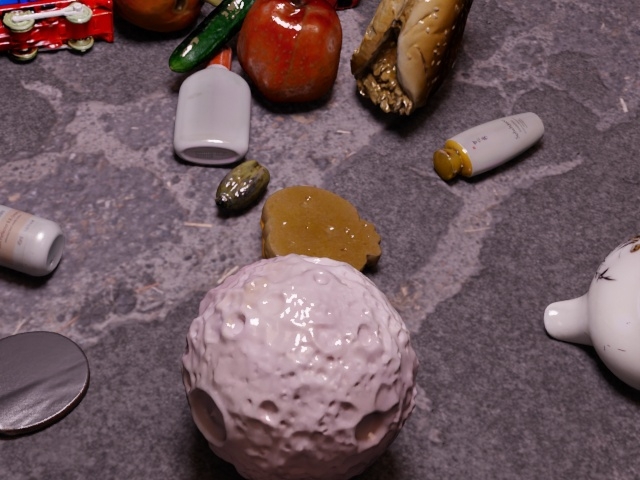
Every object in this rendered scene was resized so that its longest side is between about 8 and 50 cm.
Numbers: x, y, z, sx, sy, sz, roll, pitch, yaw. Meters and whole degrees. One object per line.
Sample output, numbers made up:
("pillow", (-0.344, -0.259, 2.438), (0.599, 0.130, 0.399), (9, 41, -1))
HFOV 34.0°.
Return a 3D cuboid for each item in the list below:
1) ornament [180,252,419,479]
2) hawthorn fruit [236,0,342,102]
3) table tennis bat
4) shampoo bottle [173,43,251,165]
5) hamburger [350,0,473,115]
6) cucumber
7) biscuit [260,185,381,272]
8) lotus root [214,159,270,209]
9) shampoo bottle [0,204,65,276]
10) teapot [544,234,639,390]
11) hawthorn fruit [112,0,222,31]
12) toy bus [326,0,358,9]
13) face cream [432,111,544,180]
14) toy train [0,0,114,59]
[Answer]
("ornament", (-0.031, 0.143, 1.133), (0.225, 0.259, 0.259), (-26, 59, -34))
("hawthorn fruit", (-0.040, -0.302, 1.538), (0.157, 0.194, 0.157), (6, 44, -6))
("table tennis bat", (-0.372, 0.176, 1.204), (0.220, 0.019, 0.130), (-25, 58, -28))
("shampoo bottle", (-0.155, -0.204, 1.530), (0.108, 0.051, 0.221), (1, 51, -2))
("hamburger", (0.142, -0.320, 1.553), (0.146, 0.243, 0.286), (25, 67, 9))
("cucumber", (-0.131, -0.345, 1.573), (0.056, 0.056, 0.284), (35, 66, 19))
("biscuit", (-0.001, 0.003, 1.389), (0.170, 0.050, 0.170), (10, 46, -11))
("lotus root", (-0.109, -0.072, 1.430), (0.054, 0.049, 0.099), (37, 54, 10))
("shampoo bottle", (-0.421, -0.014, 1.316), (0.192, 0.074, 0.074), (18, 50, 6))
("teapot", (0.456, 0.097, 1.332), (0.299, 0.166, 0.208), (5, 67, -17))
("hawthorn fruit", (-0.193, -0.389, 1.633), (0.285, 0.165, 0.165), (12, 48, -21))
("toy bus", (0.001, -0.475, 1.763), (0.089, 0.081, 0.195), (-4, 51, -25))
("face cream", (0.249, -0.141, 1.542), (0.182, 0.051, 0.072), (-24, 62, -24))
("toy train", (-0.425, -0.343, 1.583), (0.204, 0.083, 0.131), (-12, 52, -19))
